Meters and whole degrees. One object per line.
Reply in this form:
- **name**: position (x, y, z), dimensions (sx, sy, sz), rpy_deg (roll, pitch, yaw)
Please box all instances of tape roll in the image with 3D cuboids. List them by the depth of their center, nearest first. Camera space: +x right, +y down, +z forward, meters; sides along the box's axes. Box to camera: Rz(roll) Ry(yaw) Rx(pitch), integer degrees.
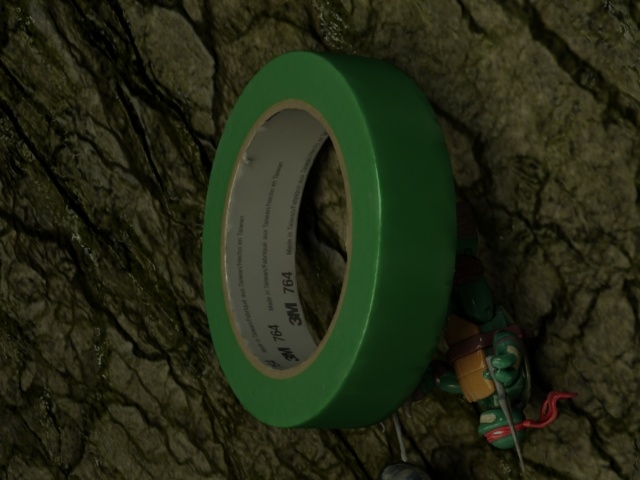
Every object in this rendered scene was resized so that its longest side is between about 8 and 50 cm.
- **tape roll**: position (0.000, 0.000, 1.694), dimensions (0.321, 0.077, 0.321), rpy_deg (-12, 77, 61)

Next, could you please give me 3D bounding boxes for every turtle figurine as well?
- **turtle figurine**: position (0.119, 0.094, 1.659), dimensions (0.175, 0.118, 0.234), rpy_deg (-32, 69, 44)

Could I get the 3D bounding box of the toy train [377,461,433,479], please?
- **toy train**: position (0.082, 0.358, 1.813), dimensions (0.190, 0.142, 0.334), rpy_deg (31, 129, 25)
